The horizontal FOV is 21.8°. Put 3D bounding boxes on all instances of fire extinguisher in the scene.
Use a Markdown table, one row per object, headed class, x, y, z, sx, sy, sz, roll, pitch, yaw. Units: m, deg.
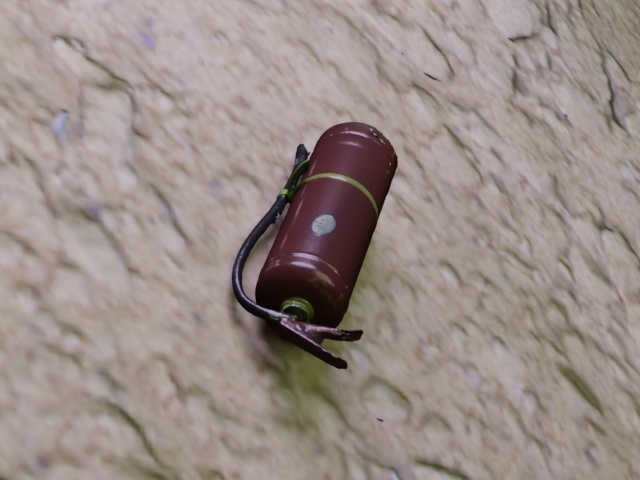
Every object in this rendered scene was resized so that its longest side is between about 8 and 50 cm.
| class | x | y | z | sx | sy | sz | roll | pitch | yaw |
| --- | --- | --- | --- | --- | --- | --- | --- | --- | --- |
| fire extinguisher | 0.000 | 0.000 | 0.656 | 0.056 | 0.039 | 0.132 | 17 | 38 | 4 |
